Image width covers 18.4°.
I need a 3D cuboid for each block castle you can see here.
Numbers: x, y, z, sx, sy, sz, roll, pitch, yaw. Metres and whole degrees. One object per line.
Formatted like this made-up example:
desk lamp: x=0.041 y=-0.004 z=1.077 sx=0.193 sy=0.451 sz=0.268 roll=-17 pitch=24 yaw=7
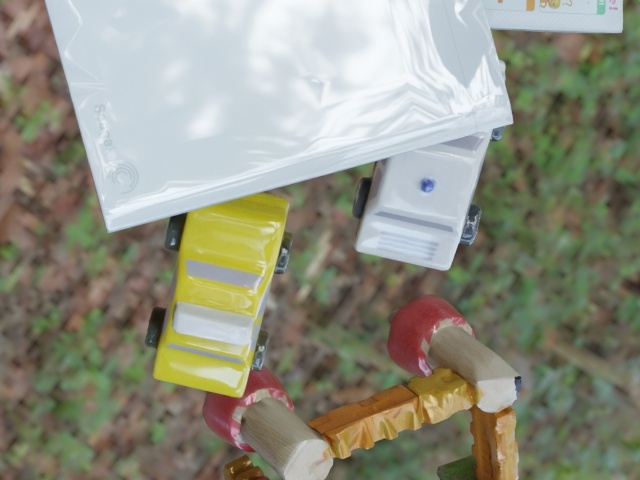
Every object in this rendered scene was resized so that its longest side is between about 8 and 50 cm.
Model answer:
block castle: x=0.053 y=0.309 z=2.057 sx=0.303 sy=0.213 sz=0.453 roll=-19 pitch=118 yaw=-21

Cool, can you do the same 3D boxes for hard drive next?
hard drive: x=-0.033 y=-0.143 z=1.445 sx=0.307 sy=0.203 sz=0.040 roll=-15 pitch=-179 yaw=-6

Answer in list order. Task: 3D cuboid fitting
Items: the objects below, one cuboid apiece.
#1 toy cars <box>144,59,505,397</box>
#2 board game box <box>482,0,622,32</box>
toy cars: x=0.000 y=0.000 z=1.570 sx=0.394 sy=0.176 sz=0.087 roll=-33 pitch=-160 yaw=17
board game box: x=0.098 y=-0.285 z=1.612 sx=0.303 sy=0.097 sz=0.224 roll=1 pitch=94 yaw=-19
